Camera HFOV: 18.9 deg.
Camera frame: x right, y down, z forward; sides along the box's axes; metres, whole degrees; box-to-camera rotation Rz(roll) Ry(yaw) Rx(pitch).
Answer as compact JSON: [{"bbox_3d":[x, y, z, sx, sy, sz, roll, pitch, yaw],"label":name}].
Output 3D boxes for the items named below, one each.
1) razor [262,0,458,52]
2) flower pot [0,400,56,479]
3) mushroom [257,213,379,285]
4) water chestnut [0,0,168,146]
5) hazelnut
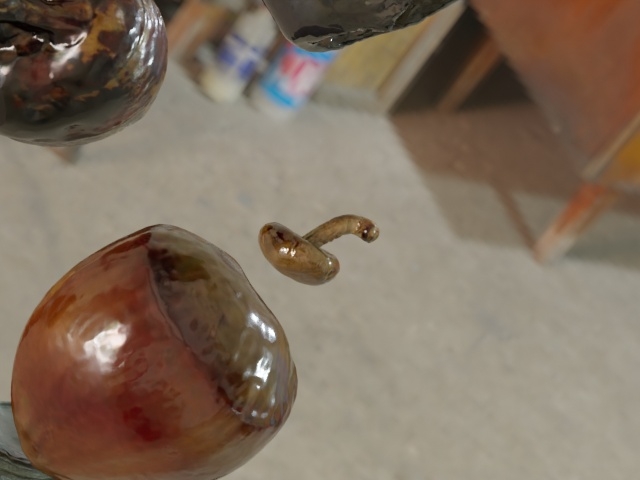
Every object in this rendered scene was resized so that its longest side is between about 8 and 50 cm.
[{"bbox_3d":[0.001,-0.310,1.340,0.349,0.204,0.113,67,15,5],"label":"razor"},{"bbox_3d":[-0.215,0.182,1.480,0.229,0.103,0.108,13,19,-37],"label":"flower pot"},{"bbox_3d":[0.000,0.011,2.034,0.088,0.130,0.072,73,11,-82],"label":"mushroom"},{"bbox_3d":[-0.325,-0.232,2.288,0.289,0.289,0.244,40,38,5],"label":"water chestnut"},{"bbox_3d":[-0.129,0.094,1.383,0.208,0.208,0.208,28,30,-17],"label":"hazelnut"}]
